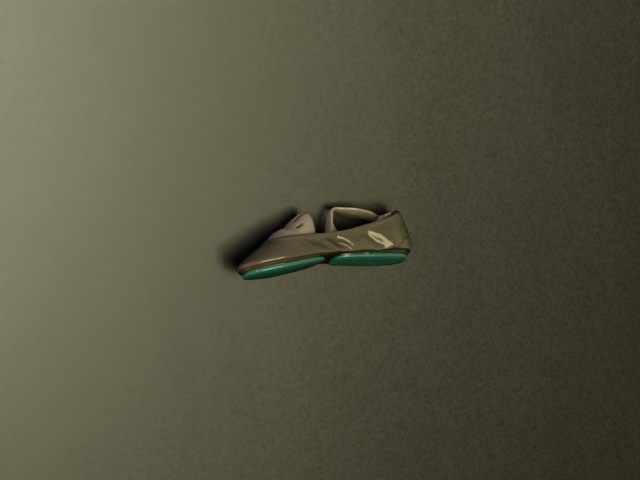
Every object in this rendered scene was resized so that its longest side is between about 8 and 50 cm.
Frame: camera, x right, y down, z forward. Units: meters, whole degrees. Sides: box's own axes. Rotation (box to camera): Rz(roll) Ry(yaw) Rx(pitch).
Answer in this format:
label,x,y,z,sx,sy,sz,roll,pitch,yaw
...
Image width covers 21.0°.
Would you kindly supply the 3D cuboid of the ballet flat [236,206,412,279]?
label,x,y,z,sx,sy,sz,roll,pitch,yaw
ballet flat,0.000,0.000,1.870,0.213,0.072,0.068,-6,78,-29
